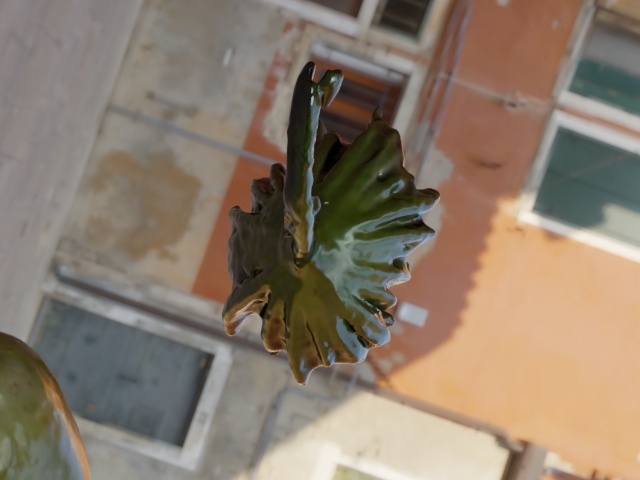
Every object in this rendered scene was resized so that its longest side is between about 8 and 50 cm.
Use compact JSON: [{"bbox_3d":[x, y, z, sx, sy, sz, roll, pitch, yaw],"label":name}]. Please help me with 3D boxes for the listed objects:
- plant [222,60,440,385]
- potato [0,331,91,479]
[{"bbox_3d":[-0.034,-0.007,1.054,0.333,0.180,0.251,12,89,-69],"label":"plant"},{"bbox_3d":[-0.225,0.175,0.567,0.351,0.218,0.202,-60,173,15],"label":"potato"}]
